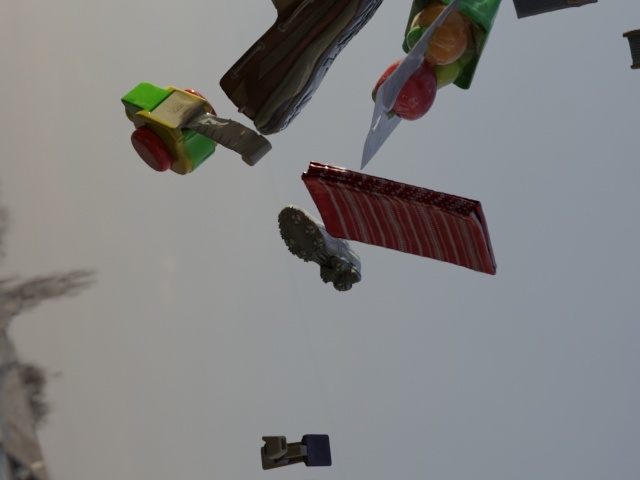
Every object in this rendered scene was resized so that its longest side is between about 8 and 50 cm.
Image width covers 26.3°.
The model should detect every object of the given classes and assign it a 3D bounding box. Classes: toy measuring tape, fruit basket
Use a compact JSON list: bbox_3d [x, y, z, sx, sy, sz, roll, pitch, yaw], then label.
[{"bbox_3d":[-0.156,-0.127,1.801,0.330,0.121,0.121,26,-50,46],"label":"toy measuring tape"},{"bbox_3d":[0.178,-0.327,2.499,0.165,0.353,0.327,40,-19,12],"label":"fruit basket"}]

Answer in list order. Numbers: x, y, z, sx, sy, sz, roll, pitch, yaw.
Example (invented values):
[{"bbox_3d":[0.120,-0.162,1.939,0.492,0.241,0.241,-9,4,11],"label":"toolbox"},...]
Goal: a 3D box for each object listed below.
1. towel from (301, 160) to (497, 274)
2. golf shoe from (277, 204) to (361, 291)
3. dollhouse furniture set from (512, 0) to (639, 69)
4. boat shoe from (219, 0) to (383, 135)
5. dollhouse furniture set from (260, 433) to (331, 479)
[{"bbox_3d":[0.116,-0.028,2.004,0.031,0.274,0.199,-66,156,-23],"label":"towel"},{"bbox_3d":[0.000,0.000,2.190,0.176,0.069,0.086,49,33,-20],"label":"golf shoe"},{"bbox_3d":[0.245,-0.286,1.481,0.303,0.198,0.286,1,-69,52],"label":"dollhouse furniture set"},{"bbox_3d":[-0.009,-0.286,1.711,0.116,0.324,0.123,38,4,4],"label":"boat shoe"},{"bbox_3d":[-0.044,0.274,1.504,0.081,0.091,0.114,-17,-106,37],"label":"dollhouse furniture set"}]
